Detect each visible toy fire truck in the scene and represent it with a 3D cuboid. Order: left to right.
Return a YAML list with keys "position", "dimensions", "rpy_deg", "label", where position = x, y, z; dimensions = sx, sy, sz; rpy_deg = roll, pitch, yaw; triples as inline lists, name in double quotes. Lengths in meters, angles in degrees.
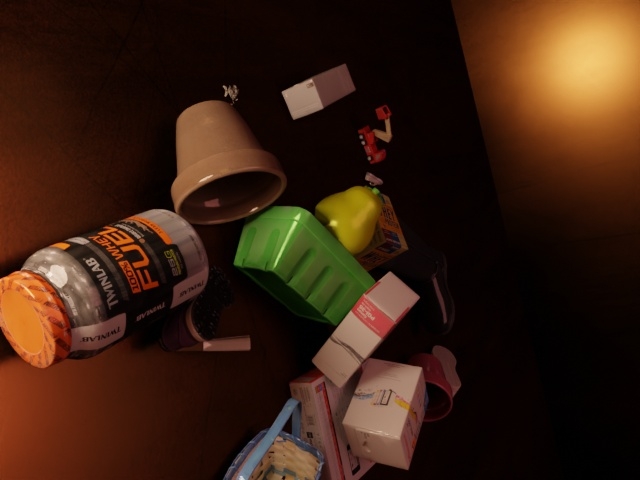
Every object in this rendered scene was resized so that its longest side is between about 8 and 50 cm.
- position: [0.213, -0.385, 2.000]
  dimensions: [0.047, 0.135, 0.192]
  rpy_deg: [-42, 115, -50]
  label: "toy fire truck"

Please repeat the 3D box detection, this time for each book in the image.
- position: [-0.246, 0.240, 1.251]
  dimensions: [0.144, 0.096, 0.035]
  rpy_deg: [10, 74, -53]
  label: "book"

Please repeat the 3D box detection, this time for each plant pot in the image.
- position: [-0.235, -0.195, 1.278]
  dimensions: [0.263, 0.263, 0.229]
  rpy_deg: [5, 61, -53]
  label: "plant pot"
- position: [0.368, 0.510, 1.948]
  dimensions: [0.201, 0.201, 0.180]
  rpy_deg: [62, 23, -22]
  label: "plant pot"

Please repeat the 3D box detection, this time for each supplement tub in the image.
- position: [-0.389, 0.080, 1.004]
  dimensions: [0.338, 0.207, 0.207]
  rpy_deg: [-33, 108, -52]
  label: "supplement tub"

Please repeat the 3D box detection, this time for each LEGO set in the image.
- position: [-0.241, -0.394, 1.482]
  dimensions: [0.054, 0.023, 0.083]
  rpy_deg: [23, 63, -49]
  label: "LEGO set"

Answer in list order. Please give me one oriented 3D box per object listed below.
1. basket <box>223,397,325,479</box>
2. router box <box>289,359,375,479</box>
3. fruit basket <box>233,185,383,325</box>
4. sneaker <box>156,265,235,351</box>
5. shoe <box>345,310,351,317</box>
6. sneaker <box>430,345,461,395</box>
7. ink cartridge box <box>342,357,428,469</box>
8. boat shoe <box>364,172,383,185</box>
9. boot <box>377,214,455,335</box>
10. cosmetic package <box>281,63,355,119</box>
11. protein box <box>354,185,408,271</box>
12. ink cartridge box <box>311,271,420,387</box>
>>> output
- position: [-0.112, 0.537, 1.238]
  dimensions: [0.255, 0.201, 0.289]
  rpy_deg: [-44, 148, -50]
  label: "basket"
- position: [0.061, 0.527, 1.602]
  dimensions: [0.301, 0.082, 0.335]
  rpy_deg: [-13, 92, -54]
  label: "router box"
- position: [0.000, 0.000, 1.482]
  dimensions: [0.392, 0.283, 0.392]
  rpy_deg: [-5, 97, -45]
  label: "fruit basket"
- position: [-0.287, 0.148, 1.227]
  dimensions: [0.107, 0.124, 0.283]
  rpy_deg: [62, 14, -14]
  label: "sneaker"
- position: [0.105, 0.183, 1.756]
  dimensions: [0.058, 0.076, 0.219]
  rpy_deg: [-25, 99, -48]
  label: "shoe"
- position: [0.461, 0.546, 2.137]
  dimensions: [0.292, 0.108, 0.169]
  rpy_deg: [-72, -179, -69]
  label: "sneaker"
- position: [0.190, 0.487, 1.544]
  dimensions: [0.233, 0.168, 0.171]
  rpy_deg: [-60, 144, -41]
  label: "ink cartridge box"
- position: [0.196, -0.220, 2.027]
  dimensions: [0.100, 0.035, 0.035]
  rpy_deg: [22, 91, -53]
  label: "boat shoe"
- position: [0.336, 0.130, 2.018]
  dimensions: [0.445, 0.146, 0.367]
  rpy_deg: [33, 46, -49]
  label: "boot"
- position: [-0.002, -0.478, 1.744]
  dimensions: [0.238, 0.127, 0.107]
  rpy_deg: [-45, 117, -47]
  label: "cosmetic package"
- position: [0.128, -0.024, 1.693]
  dimensions: [0.136, 0.201, 0.200]
  rpy_deg: [17, 49, -51]
  label: "protein box"
- position: [0.124, 0.247, 1.518]
  dimensions: [0.117, 0.283, 0.207]
  rpy_deg: [41, 29, 11]
  label: "ink cartridge box"
